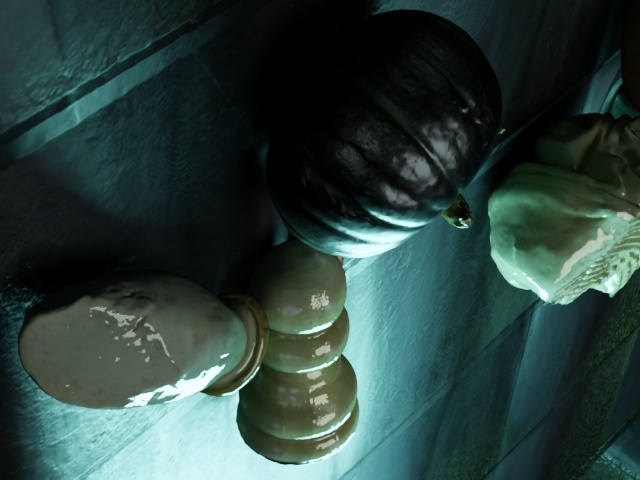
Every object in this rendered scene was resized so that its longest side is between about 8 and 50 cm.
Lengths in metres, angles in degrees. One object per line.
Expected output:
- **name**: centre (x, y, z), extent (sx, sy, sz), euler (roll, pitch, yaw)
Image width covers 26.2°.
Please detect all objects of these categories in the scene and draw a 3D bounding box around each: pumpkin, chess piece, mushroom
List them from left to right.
- **mushroom**: centre (-0.149, 0.092, 1.259), extent (0.128, 0.128, 0.350), euler (-57, 158, 7)
- **chess piece**: centre (-0.025, 0.113, 1.489), extent (0.143, 0.143, 0.260), euler (-36, 145, -32)
- **pumpkin**: centre (0.064, -0.090, 1.294), extent (0.250, 0.216, 0.250), euler (-43, -173, 6)

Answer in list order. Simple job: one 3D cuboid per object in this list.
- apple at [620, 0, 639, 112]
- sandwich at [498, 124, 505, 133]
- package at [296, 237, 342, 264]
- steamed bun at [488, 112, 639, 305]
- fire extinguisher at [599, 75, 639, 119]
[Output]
- **apple**: centre (0.512, -0.258, 1.776), extent (0.253, 0.253, 0.253), euler (-40, 151, -27)
- **sandwich**: centre (0.180, -0.140, 1.619), extent (0.031, 0.044, 0.083), euler (-36, -167, -23)
- **package**: centre (0.000, 0.000, 1.504), extent (0.083, 0.022, 0.200), euler (-38, 152, -30)
- **steamed bun**: centre (0.347, -0.051, 1.824), extent (0.275, 0.206, 0.320), euler (-48, 159, 24)
- **fire extinguisher**: centre (0.453, -0.152, 1.999), extent (0.093, 0.118, 0.294), euler (-79, -179, -50)
